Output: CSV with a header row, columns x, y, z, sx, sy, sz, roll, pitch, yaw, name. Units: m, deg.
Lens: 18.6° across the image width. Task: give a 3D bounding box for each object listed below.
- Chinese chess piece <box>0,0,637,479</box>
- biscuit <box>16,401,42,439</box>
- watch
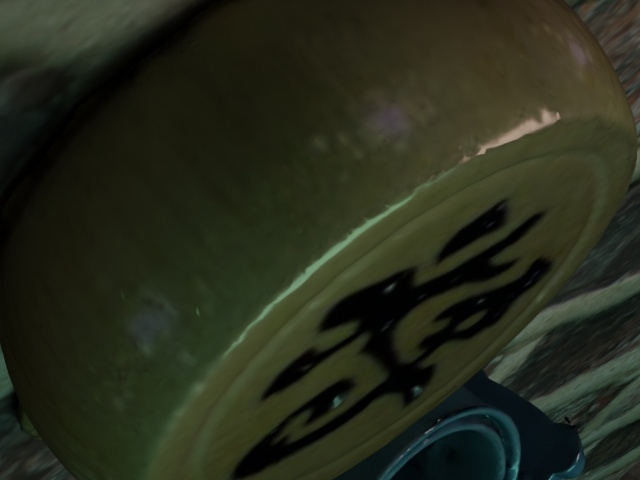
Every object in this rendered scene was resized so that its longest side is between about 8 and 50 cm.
x,y,z,sx,sy,sz,roll,pitch,yaw,name
0.000,0.000,0.740,0.257,0.104,0.257,-33,158,-15,Chinese chess piece
-0.086,0.050,0.872,0.120,0.015,0.120,-35,163,-12,biscuit
0.045,0.148,1.181,0.211,0.211,0.193,-40,145,7,watch
